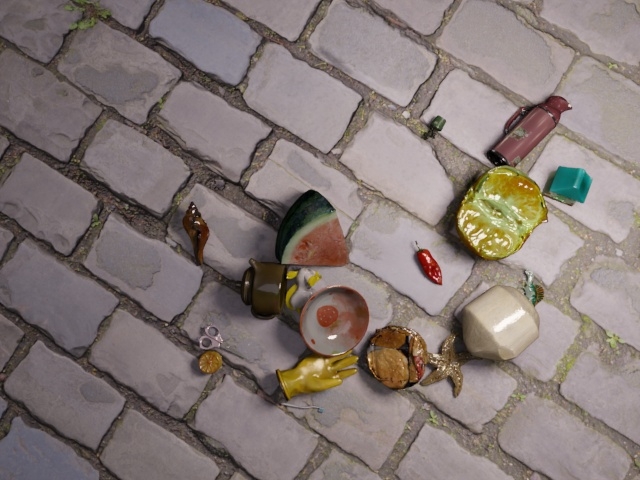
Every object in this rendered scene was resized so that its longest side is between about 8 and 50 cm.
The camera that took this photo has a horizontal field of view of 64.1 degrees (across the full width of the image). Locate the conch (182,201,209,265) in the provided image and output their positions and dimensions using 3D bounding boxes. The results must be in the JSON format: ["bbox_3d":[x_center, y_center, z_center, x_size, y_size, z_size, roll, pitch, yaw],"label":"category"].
[{"bbox_3d":[-0.453,-0.028,1.894,0.080,0.086,0.232,-30,102,-41],"label":"conch"}]

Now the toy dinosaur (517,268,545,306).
[{"bbox_3d":[0.769,0.202,1.847,0.106,0.044,0.187,-33,85,-15],"label":"toy dinosaur"}]

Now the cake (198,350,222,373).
[{"bbox_3d":[-0.406,0.448,1.878,0.084,0.044,0.084,0,87,1],"label":"cake"}]

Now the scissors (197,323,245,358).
[{"bbox_3d":[-0.358,0.387,1.887,0.189,0.015,0.100,31,69,-4],"label":"scissors"}]

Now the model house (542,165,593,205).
[{"bbox_3d":[0.880,-0.195,1.808,0.127,0.149,0.100,22,85,5],"label":"model house"}]

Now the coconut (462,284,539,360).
[{"bbox_3d":[0.604,0.295,1.752,0.266,0.237,0.237,-35,86,-6],"label":"coconut"}]

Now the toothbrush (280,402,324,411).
[{"bbox_3d":[-0.065,0.607,1.870,0.162,0.014,0.017,9,68,4],"label":"toothbrush"}]

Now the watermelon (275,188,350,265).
[{"bbox_3d":[-0.021,-0.011,1.790,0.293,0.250,0.283,33,94,6],"label":"watermelon"}]

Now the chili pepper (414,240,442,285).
[{"bbox_3d":[0.394,0.085,1.861,0.059,0.050,0.191,-33,94,-16],"label":"chili pepper"}]

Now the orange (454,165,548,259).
[{"bbox_3d":[0.617,-0.098,1.792,0.263,0.196,0.334,32,93,-11],"label":"orange"}]

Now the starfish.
[{"bbox_3d":[0.458,0.449,1.844,0.277,0.062,0.235,2,92,-2],"label":"starfish"}]

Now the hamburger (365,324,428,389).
[{"bbox_3d":[0.270,0.412,1.810,0.231,0.107,0.230,0,89,18],"label":"hamburger"}]

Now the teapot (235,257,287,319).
[{"bbox_3d":[-0.215,0.176,1.822,0.175,0.185,0.267,6,122,6],"label":"teapot"}]

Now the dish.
[{"bbox_3d":[0.039,0.277,1.825,0.260,0.085,0.260,-3,100,-19],"label":"dish"}]

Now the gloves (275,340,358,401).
[{"bbox_3d":[-0.004,0.464,1.839,0.294,0.116,0.133,-21,92,-5],"label":"gloves"}]

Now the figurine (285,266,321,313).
[{"bbox_3d":[-0.062,0.184,1.862,0.130,0.109,0.178,2,108,-3],"label":"figurine"}]

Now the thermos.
[{"bbox_3d":[0.753,-0.400,1.855,0.330,0.136,0.109,-44,114,0],"label":"thermos"}]

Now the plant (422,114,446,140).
[{"bbox_3d":[0.421,-0.410,1.890,0.051,0.051,0.102,36,99,4],"label":"plant"}]
